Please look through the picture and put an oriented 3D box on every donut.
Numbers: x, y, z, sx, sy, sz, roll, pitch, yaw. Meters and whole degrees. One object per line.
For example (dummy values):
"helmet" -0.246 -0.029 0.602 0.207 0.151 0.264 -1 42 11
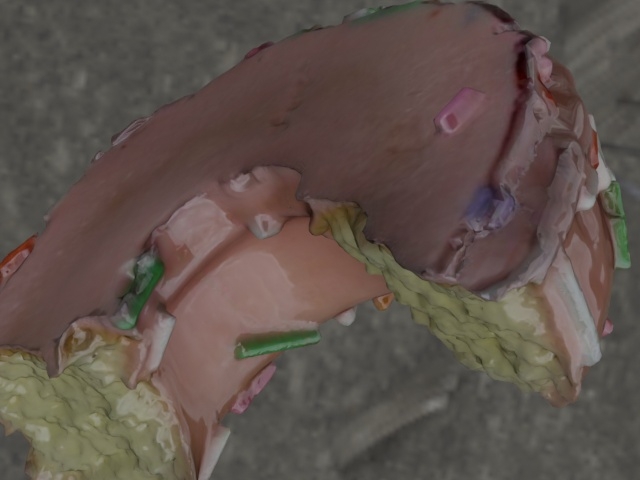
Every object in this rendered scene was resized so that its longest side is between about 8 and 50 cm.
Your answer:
"donut" 0.000 0.000 0.403 0.065 0.166 0.117 52 45 -29
